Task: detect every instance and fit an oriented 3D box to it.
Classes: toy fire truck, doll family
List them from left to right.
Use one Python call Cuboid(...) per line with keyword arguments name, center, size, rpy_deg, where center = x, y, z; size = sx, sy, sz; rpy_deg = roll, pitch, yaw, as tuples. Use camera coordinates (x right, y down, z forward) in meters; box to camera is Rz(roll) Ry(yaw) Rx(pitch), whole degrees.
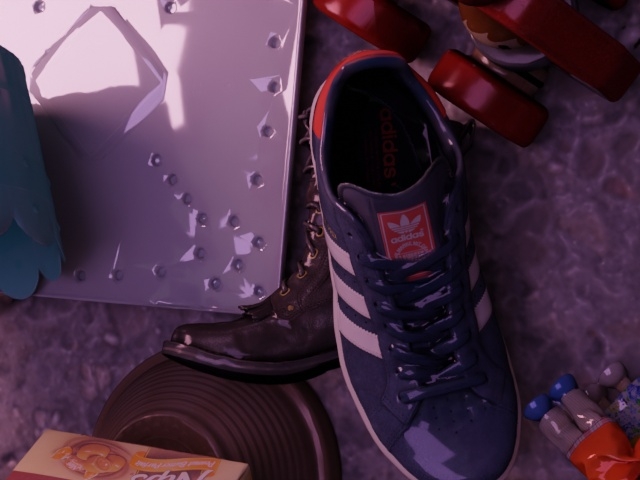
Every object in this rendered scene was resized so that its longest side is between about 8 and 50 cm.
Cuboid(name="toy fire truck", center=(0.097, -0.206, 1.228), size=(0.302, 0.254, 0.169), rpy_deg=(37, 100, 21))
Cuboid(name="doll family", center=(0.296, 0.122, 1.207), size=(0.263, 0.118, 0.163), rpy_deg=(-48, 53, 8))

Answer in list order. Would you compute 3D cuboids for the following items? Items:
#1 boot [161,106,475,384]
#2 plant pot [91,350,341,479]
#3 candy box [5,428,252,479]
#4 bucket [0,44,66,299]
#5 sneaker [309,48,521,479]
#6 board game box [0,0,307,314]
Cuboid(name="boot", center=(0.000, 0.000, 1.322), size=(0.263, 0.091, 0.229), rpy_deg=(-1, 81, -4))
Cuboid(name="plant pot", center=(-0.110, 0.202, 1.362), size=(0.237, 0.110, 0.237), rpy_deg=(-2, 84, 23))
Cuboid(name="candy box", center=(-0.129, 0.308, 1.285), size=(0.183, 0.087, 0.316), rpy_deg=(6, 124, 22))
Cuboid(name="bucket", center=(-0.357, -0.046, 1.350), size=(0.281, 0.281, 0.183), rpy_deg=(-17, 74, 21))
Cuboid(name="sneaker", center=(0.065, 0.020, 1.199), size=(0.131, 0.148, 0.350), rpy_deg=(-17, 79, -5))
Cuboid(name="board game box", center=(-0.191, -0.140, 1.453), size=(0.390, 0.050, 0.390), rpy_deg=(4, 88, 22))
